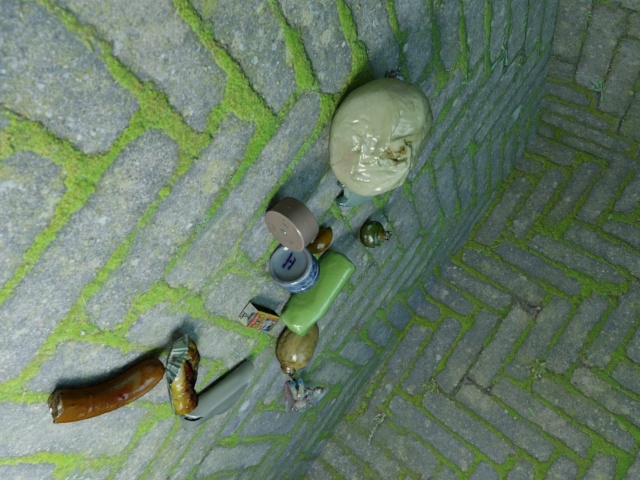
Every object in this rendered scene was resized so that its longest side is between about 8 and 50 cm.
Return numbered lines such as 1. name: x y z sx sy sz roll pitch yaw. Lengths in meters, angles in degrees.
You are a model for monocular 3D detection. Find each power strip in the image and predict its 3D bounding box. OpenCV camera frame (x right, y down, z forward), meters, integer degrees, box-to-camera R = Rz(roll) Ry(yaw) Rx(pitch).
1. power strip: -0.081 -0.044 1.360 0.078 0.154 0.154 -44 150 -29

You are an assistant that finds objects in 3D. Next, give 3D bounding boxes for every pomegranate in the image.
1. pomegranate: 0.226 -0.021 1.916 0.114 0.142 0.115 -11 105 -45

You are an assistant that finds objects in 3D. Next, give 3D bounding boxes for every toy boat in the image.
1. toy boat: 0.132 -0.197 1.662 0.207 0.078 0.134 -26 133 -29

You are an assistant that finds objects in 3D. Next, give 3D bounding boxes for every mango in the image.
1. mango: 0.000 0.000 1.645 0.127 0.063 0.077 -39 140 -33

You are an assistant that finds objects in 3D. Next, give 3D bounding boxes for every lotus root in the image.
1. lotus root: -0.094 0.399 1.827 0.140 0.154 0.257 39 64 -26

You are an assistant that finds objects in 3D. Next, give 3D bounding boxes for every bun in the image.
1. bun: 0.195 -0.293 1.425 0.360 0.213 0.361 -21 138 -21

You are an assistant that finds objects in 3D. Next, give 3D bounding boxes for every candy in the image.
1. candy: -0.006 0.193 1.762 0.344 0.142 0.132 -51 166 -10

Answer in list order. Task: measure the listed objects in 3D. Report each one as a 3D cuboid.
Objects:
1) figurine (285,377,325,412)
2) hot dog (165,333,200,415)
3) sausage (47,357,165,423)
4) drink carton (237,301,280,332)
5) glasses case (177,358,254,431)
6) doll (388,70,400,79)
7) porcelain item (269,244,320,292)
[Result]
1. figurine: -0.083 0.704 2.204 0.205 0.103 0.260 -20 137 -13
2. hot dog: -0.383 0.382 1.339 0.163 0.081 0.271 -90 -172 -46
3. sausage: -0.518 0.372 1.163 0.302 0.076 0.103 -7 126 -57
4. drink carton: -0.204 0.260 1.593 0.071 0.056 0.165 -49 153 1
5. glasses case: -0.344 0.544 1.632 0.308 0.083 0.129 -32 143 -40
6. doll: 0.226 -0.433 1.549 0.102 0.075 0.228 -37 137 -51
7. porcelain item: -0.081 0.090 1.514 0.147 0.147 0.114 -53 154 -8
